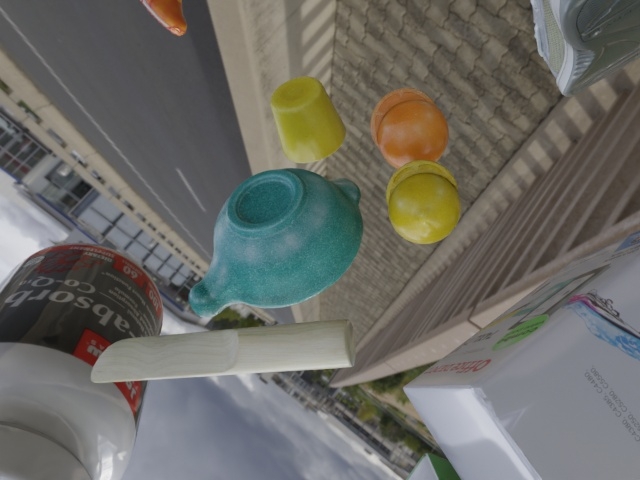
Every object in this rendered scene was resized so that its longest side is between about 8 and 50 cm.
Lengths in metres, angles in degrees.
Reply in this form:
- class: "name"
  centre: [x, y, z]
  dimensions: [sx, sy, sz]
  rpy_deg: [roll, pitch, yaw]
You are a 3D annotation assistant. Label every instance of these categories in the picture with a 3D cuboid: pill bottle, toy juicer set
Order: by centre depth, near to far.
- class: "toy juicer set"
  centre: [0.000, 0.000, 0.384]
  dimensions: [0.209, 0.329, 0.089]
  rpy_deg: [10, 147, 27]
- class: "pill bottle"
  centre: [-0.294, 0.160, 0.506]
  dimensions: [0.210, 0.210, 0.363]
  rpy_deg: [44, -172, -24]

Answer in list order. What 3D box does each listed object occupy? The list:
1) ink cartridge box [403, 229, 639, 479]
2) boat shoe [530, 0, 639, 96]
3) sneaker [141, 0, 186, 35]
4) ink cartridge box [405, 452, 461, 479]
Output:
- class: "ink cartridge box"
  centre: [0.255, 0.138, 0.425]
  dimensions: [0.197, 0.270, 0.198]
  rpy_deg: [55, 166, 11]
- class: "boat shoe"
  centre: [0.263, -0.228, 0.459]
  dimensions: [0.320, 0.118, 0.103]
  rpy_deg: [-3, -113, -57]
- class: "sneaker"
  centre: [-0.226, -0.373, 0.679]
  dimensions: [0.064, 0.067, 0.175]
  rpy_deg: [5, -120, -66]
- class: "ink cartridge box"
  centre: [0.202, 0.406, 0.565]
  dimensions: [0.278, 0.201, 0.117]
  rpy_deg: [26, -167, -14]
